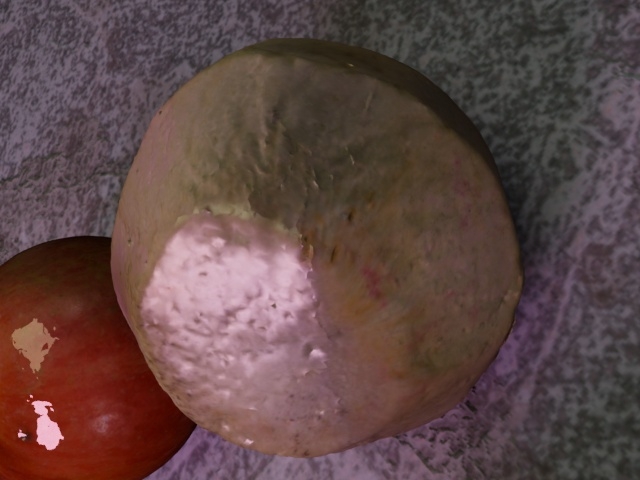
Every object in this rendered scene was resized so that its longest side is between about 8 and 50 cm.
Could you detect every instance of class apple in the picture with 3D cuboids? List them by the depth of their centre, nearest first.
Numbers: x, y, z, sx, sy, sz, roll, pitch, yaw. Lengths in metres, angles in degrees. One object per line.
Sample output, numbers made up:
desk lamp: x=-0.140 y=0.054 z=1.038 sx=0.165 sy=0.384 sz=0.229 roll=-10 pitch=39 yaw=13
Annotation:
apple: x=-0.186 y=0.097 z=0.567 sx=0.209 sy=0.164 sz=0.209 roll=22 pitch=117 yaw=52

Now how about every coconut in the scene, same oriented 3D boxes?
coconut: x=0.000 y=0.000 z=0.475 sx=0.259 sy=0.259 sz=0.259 roll=-8 pitch=73 yaw=28
